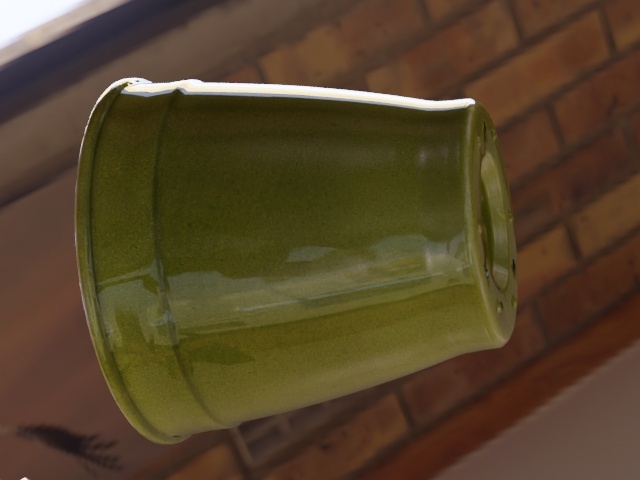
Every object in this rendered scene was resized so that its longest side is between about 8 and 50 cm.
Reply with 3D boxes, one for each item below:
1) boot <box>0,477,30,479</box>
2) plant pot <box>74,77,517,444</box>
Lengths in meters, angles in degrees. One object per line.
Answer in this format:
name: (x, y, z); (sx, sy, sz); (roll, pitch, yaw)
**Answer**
boot: (-0.174, 0.135, 0.835); (0.203, 0.262, 0.095); (-1, 157, -33)
plant pot: (0.000, 0.000, 1.535); (0.353, 0.366, 0.366); (-7, -148, 16)
